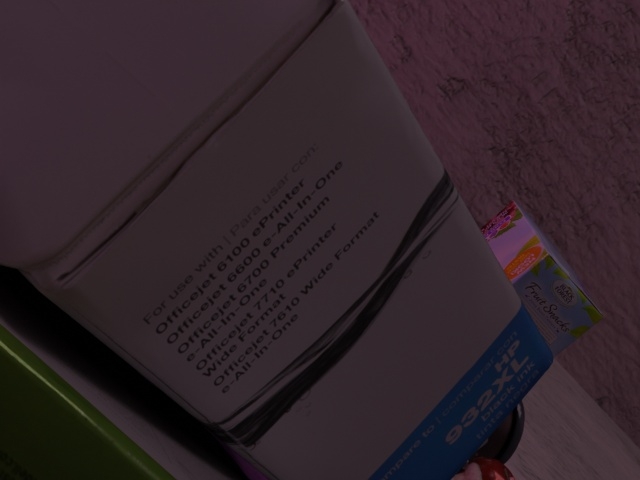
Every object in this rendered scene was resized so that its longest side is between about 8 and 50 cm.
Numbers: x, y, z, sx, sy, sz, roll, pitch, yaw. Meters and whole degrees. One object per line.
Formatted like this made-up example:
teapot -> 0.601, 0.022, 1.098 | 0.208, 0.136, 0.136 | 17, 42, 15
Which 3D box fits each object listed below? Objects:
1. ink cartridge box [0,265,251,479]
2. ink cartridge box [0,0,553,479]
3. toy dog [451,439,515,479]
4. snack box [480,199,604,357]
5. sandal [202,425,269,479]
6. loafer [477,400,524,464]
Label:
ink cartridge box -> -0.099, 0.084, 0.580 | 0.189, 0.097, 0.255 | 45, -3, -20
ink cartridge box -> -0.055, -0.027, 0.643 | 0.223, 0.129, 0.307 | 42, -5, 31
toy dog -> 0.020, 0.121, 0.979 | 0.220, 0.161, 0.334 | 43, 24, -59
snack box -> 0.100, 0.076, 1.235 | 0.070, 0.207, 0.174 | 46, 9, -12
sandal -> 0.055, 0.213, 0.737 | 0.416, 0.102, 0.169 | 48, 8, 3
loafer -> 0.063, 0.095, 1.407 | 0.095, 0.109, 0.302 | 19, 18, -33
